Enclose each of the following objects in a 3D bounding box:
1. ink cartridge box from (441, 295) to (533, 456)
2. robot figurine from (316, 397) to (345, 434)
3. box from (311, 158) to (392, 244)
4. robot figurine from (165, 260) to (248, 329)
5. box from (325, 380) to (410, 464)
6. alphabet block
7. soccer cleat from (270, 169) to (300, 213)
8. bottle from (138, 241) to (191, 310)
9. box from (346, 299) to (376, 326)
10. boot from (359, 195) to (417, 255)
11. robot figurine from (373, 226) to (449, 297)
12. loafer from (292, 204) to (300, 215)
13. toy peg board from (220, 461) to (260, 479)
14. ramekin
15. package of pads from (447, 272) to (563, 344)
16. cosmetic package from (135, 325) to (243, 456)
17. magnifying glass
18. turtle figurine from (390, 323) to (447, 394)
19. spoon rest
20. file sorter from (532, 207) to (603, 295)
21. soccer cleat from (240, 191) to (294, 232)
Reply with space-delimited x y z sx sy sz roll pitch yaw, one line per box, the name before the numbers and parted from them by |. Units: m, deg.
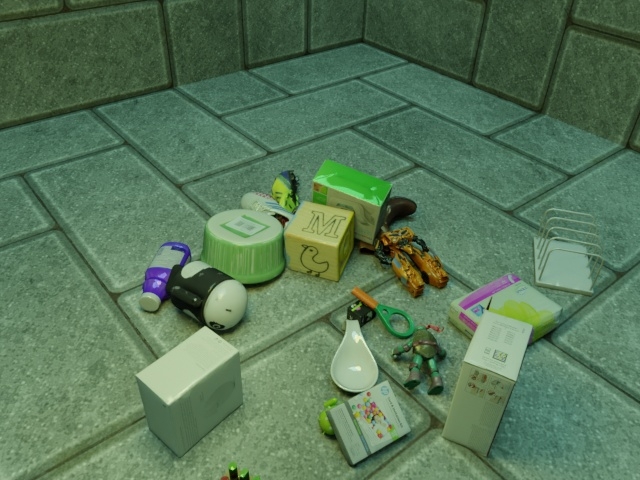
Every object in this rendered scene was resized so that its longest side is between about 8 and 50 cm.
ink cartridge box | 0.442 0.348 1.456 0.130 0.309 0.272 19 41 21
robot figurine | 0.046 0.470 1.476 0.115 0.067 0.101 -17 71 -25
box | 0.107 -0.140 2.029 0.262 0.231 0.126 23 55 12
robot figurine | -0.361 0.173 1.765 0.278 0.173 0.209 24 45 26
box | 0.124 0.469 1.446 0.186 0.038 0.145 -19 78 -27
alphabet block | 0.000 0.000 1.977 0.197 0.192 0.193 13 48 16
soccer cleat | -0.155 -0.185 2.333 0.121 0.093 0.289 -22 37 19
bottle | -0.529 0.119 1.887 0.118 0.092 0.282 3 37 6
box | 0.135 0.231 1.807 0.083 0.052 0.062 -29 47 -36
boot | 0.266 -0.057 2.162 0.264 0.096 0.280 4 41 -9
robot figurine | 0.320 0.060 1.986 0.211 0.085 0.291 -16 52 -23
loafer | -0.012 -0.066 2.154 0.251 0.094 0.087 22 37 24
toy peg board | -0.187 0.603 1.280 0.161 0.079 0.160 18 40 21
ramekin | -0.269 0.010 1.958 0.304 0.148 0.303 5 28 -3
package of pads | 0.594 0.238 1.780 0.297 0.101 0.229 -22 43 -28
cosmetic package | -0.330 0.386 1.438 0.138 0.224 0.225 28 44 29
magnifying glass | 0.197 0.225 1.776 0.231 0.026 0.092 38 50 6
turtle figurine | 0.296 0.330 1.642 0.176 0.118 0.234 3 43 1
spoon rest | 0.095 0.332 1.648 0.138 0.084 0.276 0 37 -2
file sorter | 0.891 0.031 2.010 0.193 0.173 0.277 11 38 11
soccer cleat | -0.208 -0.109 2.149 0.331 0.116 0.143 30 9 30
